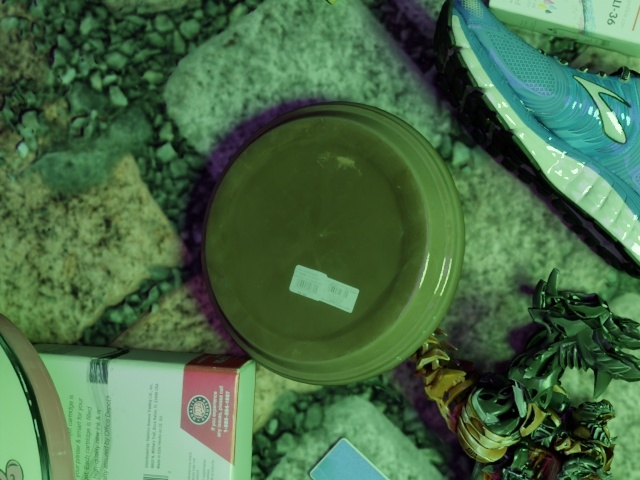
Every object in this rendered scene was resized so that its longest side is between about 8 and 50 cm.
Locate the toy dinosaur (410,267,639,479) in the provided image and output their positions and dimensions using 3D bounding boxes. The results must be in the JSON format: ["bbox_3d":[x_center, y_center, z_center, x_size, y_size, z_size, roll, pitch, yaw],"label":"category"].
[{"bbox_3d":[0.193,0.154,0.935,0.322,0.164,0.218,34,110,-10],"label":"toy dinosaur"}]

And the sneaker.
[{"bbox_3d":[0.242,-0.116,0.944,0.330,0.130,0.147,44,87,-3],"label":"sneaker"}]

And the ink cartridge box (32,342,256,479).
[{"bbox_3d":[-0.191,0.197,0.998,0.237,0.100,0.172,3,91,7],"label":"ink cartridge box"}]

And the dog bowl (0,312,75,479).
[{"bbox_3d":[-0.388,0.226,0.927,0.407,0.150,0.408,-1,89,36],"label":"dog bowl"}]

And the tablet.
[{"bbox_3d":[0.036,0.246,1.019,0.083,0.006,0.054,43,95,6],"label":"tablet"}]

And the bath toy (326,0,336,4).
[{"bbox_3d":[0.122,-0.361,0.941,0.348,0.129,0.151,-33,107,6],"label":"bath toy"}]

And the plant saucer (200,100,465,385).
[{"bbox_3d":[0.000,0.000,0.962,0.277,0.041,0.278,-3,84,23],"label":"plant saucer"}]

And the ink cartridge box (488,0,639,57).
[{"bbox_3d":[0.269,-0.247,0.955,0.198,0.067,0.115,16,92,7],"label":"ink cartridge box"}]
